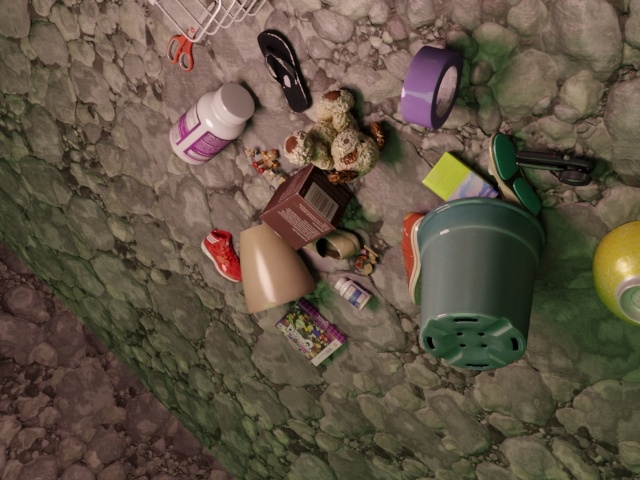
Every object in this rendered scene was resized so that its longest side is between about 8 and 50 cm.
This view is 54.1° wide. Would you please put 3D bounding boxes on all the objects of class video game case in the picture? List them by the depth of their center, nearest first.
[{"bbox_3d":[-0.041,0.348,2.380,0.232,0.042,0.210,44,135,2],"label":"video game case"}]

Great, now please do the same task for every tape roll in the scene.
[{"bbox_3d":[0.271,-0.370,1.524,0.080,0.189,0.189,21,131,23],"label":"tape roll"}]

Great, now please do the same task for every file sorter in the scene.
[{"bbox_3d":[-0.270,-0.671,1.657,0.173,0.277,0.193,49,136,-5],"label":"file sorter"}]

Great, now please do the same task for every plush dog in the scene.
[{"bbox_3d":[0.061,-0.259,1.771,0.225,0.262,0.210,35,169,26],"label":"plush dog"}]

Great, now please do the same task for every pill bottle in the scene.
[{"bbox_3d":[-0.343,-0.374,2.001,0.301,0.169,0.169,-27,102,45],"label":"pill bottle"},{"bbox_3d":[0.109,0.177,2.125,0.120,0.067,0.067,37,135,10],"label":"pill bottle"}]

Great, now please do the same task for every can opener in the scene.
[{"bbox_3d":[0.563,-0.186,1.514,0.186,0.073,0.059,19,137,21],"label":"can opener"}]

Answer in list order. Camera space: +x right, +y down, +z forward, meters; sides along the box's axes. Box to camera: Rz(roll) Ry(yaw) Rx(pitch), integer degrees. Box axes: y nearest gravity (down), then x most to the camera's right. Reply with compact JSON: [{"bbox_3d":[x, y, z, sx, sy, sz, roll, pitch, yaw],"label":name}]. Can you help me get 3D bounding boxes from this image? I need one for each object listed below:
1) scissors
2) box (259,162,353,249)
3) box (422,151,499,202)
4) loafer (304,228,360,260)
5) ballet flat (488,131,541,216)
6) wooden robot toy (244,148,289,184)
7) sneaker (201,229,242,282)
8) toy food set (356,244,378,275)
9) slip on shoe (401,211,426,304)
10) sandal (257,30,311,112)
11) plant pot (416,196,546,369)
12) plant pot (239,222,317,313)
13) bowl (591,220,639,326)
[{"bbox_3d":[-0.412,-0.653,1.959,0.109,0.021,0.297,44,138,6],"label":"scissors"},{"bbox_3d":[-0.043,-0.108,1.941,0.168,0.167,0.203,43,139,-19],"label":"box"},{"bbox_3d":[0.375,-0.143,1.679,0.178,0.042,0.109,41,111,12],"label":"box"},{"bbox_3d":[0.000,0.000,2.058,0.268,0.092,0.102,12,126,35],"label":"loafer"},{"bbox_3d":[0.476,-0.161,1.605,0.086,0.086,0.248,-16,110,43],"label":"ballet flat"},{"bbox_3d":[-0.163,-0.255,2.026,0.173,0.076,0.079,45,125,1],"label":"wooden robot toy"},{"bbox_3d":[-0.356,0.054,2.378,0.221,0.087,0.128,42,137,3],"label":"sneaker"},{"bbox_3d":[0.150,0.059,2.048,0.078,0.019,0.122,39,143,8],"label":"toy food set"},{"bbox_3d":[0.299,0.054,1.878,0.101,0.123,0.331,46,152,49],"label":"slip on shoe"},{"bbox_3d":[-0.105,-0.489,1.819,0.097,0.054,0.254,-16,110,43],"label":"sandal"},{"bbox_3d":[0.396,0.125,1.603,0.341,0.334,0.341,10,142,8],"label":"plant pot"},{"bbox_3d":[-0.173,0.079,2.170,0.256,0.256,0.274,-17,92,43],"label":"plant pot"},{"bbox_3d":[0.788,0.112,1.502,0.289,0.156,0.289,20,130,25],"label":"bowl"}]
